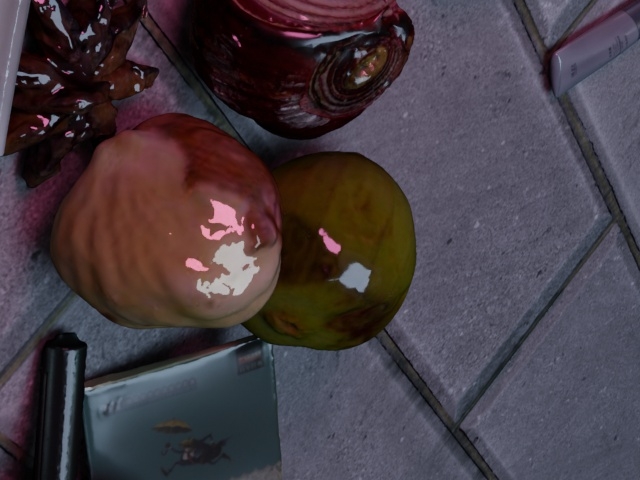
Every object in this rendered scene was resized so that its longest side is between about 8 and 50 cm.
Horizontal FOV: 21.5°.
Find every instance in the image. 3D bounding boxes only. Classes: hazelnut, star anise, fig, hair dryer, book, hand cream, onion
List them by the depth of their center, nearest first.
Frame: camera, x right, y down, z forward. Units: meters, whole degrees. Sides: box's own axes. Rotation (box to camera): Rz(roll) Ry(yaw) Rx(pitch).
[{"bbox_3d":[-0.242,-0.169,1.725,0.272,0.102,0.272,-32,137,-37],"label":"star anise"},{"bbox_3d":[-0.167,-0.021,1.820,0.261,0.261,0.241,-48,140,-15],"label":"hazelnut"},{"bbox_3d":[-0.042,-0.216,1.848,0.207,0.216,0.206,-20,146,-27],"label":"onion"},{"bbox_3d":[-0.260,0.254,1.963,0.244,0.116,0.302,0,103,-30],"label":"hair dryer"},{"bbox_3d":[0.000,0.000,2.040,0.239,0.239,0.271,77,24,-44],"label":"fig"},{"bbox_3d":[-0.165,0.312,2.115,0.264,0.031,0.379,-16,117,-26],"label":"book"},{"bbox_3d":[0.424,-0.294,2.469,0.255,0.048,0.079,-33,131,-27],"label":"hand cream"}]

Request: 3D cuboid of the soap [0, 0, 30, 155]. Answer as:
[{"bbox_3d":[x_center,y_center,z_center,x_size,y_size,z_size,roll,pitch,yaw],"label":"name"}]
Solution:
[{"bbox_3d":[-0.339,-0.223,1.522,0.088,0.160,0.265,-9,121,-46],"label":"soap"}]
